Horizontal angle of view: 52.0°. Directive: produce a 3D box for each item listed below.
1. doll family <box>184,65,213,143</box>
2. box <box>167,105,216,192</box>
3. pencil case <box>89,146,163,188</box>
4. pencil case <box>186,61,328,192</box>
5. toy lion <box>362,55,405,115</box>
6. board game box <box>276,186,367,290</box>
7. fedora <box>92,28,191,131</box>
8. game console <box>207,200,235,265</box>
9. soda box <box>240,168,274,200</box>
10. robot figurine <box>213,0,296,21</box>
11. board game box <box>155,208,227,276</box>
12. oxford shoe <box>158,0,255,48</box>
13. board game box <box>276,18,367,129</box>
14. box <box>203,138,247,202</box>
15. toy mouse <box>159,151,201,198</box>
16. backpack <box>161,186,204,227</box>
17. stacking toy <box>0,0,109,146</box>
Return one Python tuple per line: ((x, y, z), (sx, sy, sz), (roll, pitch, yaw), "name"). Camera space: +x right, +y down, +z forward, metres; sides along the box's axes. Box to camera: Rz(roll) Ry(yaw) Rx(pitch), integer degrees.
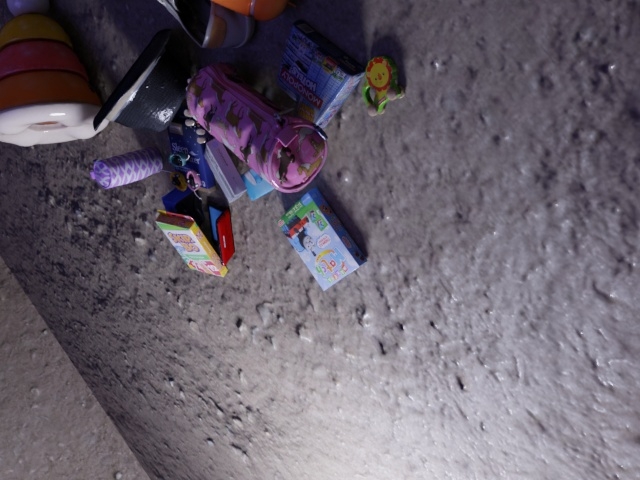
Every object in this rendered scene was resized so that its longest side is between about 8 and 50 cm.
((-0.285, -0.328, 1.614), (0.076, 0.111, 0.192), (13, 115, -1), "doll family")
((-0.353, -0.248, 1.779), (0.137, 0.037, 0.225), (17, 124, 37), "box")
((-0.548, -0.208, 1.868), (0.088, 0.206, 0.086), (-4, 104, 40), "pencil case")
((-0.148, -0.255, 1.423), (0.386, 0.160, 0.167), (41, 114, 41), "pencil case")
((0.116, -0.308, 1.288), (0.100, 0.034, 0.096), (-34, 81, 49), "toy lion")
((0.000, 0.000, 1.578), (0.211, 0.039, 0.160), (54, 138, 3), "board game box")
((-0.428, -0.367, 1.654), (0.153, 0.333, 0.334), (36, 144, -21), "fedora")
((-0.290, -0.020, 1.819), (0.085, 0.124, 0.143), (4, 120, 14), "game console")
((-0.102, -0.166, 1.557), (0.210, 0.067, 0.071), (-22, 97, 48), "soda box")
((-0.152, -0.523, 1.319), (0.220, 0.128, 0.158), (24, 145, -2), "robot figurine")
((-0.365, 0.010, 1.849), (0.124, 0.039, 0.259), (12, 146, 27), "board game box")
((-0.332, -0.593, 1.482), (0.449, 0.130, 0.169), (46, 139, 15), "oxford shoe")
((-0.019, -0.327, 1.384), (0.194, 0.060, 0.194), (42, 136, 18), "board game box")
((-0.242, -0.173, 1.648), (0.145, 0.038, 0.186), (62, 168, -3), "box")
((-0.361, -0.189, 1.769), (0.161, 0.031, 0.143), (45, 139, 14), "toy mouse")
((-0.388, -0.088, 1.866), (0.101, 0.098, 0.120), (22, 139, 40), "backpack")
((-0.831, -0.539, 1.925), (0.351, 0.351, 0.479), (-10, 89, 47), "stacking toy")
